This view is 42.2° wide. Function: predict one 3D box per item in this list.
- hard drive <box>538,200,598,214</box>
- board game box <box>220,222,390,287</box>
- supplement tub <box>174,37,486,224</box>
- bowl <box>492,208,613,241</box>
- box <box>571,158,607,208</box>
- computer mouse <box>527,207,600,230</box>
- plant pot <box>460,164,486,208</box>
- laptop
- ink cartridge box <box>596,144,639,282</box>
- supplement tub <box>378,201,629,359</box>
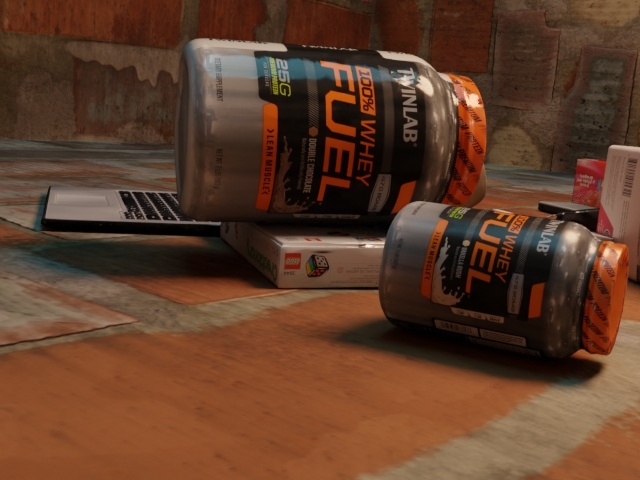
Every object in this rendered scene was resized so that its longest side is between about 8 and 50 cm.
[{"bbox_3d":[0.551,-0.064,1.803,0.094,0.022,0.135,1,10,-20],"label":"hard drive"},{"bbox_3d":[0.000,0.000,1.032,0.193,0.053,0.305,1,10,-18],"label":"board game box"},{"bbox_3d":[0.006,-0.122,0.972,0.338,0.207,0.207,0,10,-15],"label":"supplement tub"},{"bbox_3d":[0.314,-0.001,1.156,0.142,0.053,0.142,12,7,-15],"label":"bowl"},{"bbox_3d":[0.699,-0.107,1.825,0.128,0.122,0.257,-4,13,-39],"label":"box"},{"bbox_3d":[0.434,-0.032,1.527,0.242,0.041,0.071,-5,3,-17],"label":"computer mouse"},{"bbox_3d":[0.096,-0.123,1.316,0.191,0.284,0.284,-35,20,-12],"label":"plant pot"},{"bbox_3d":[-0.216,-0.154,1.307,0.408,0.236,0.382,2,9,-17],"label":"laptop"},{"bbox_3d":[0.457,-0.028,1.065,0.100,0.172,0.237,4,9,-9],"label":"ink cartridge box"},{"bbox_3d":[0.156,0.034,0.707,0.190,0.117,0.117,9,10,27],"label":"supplement tub"}]
